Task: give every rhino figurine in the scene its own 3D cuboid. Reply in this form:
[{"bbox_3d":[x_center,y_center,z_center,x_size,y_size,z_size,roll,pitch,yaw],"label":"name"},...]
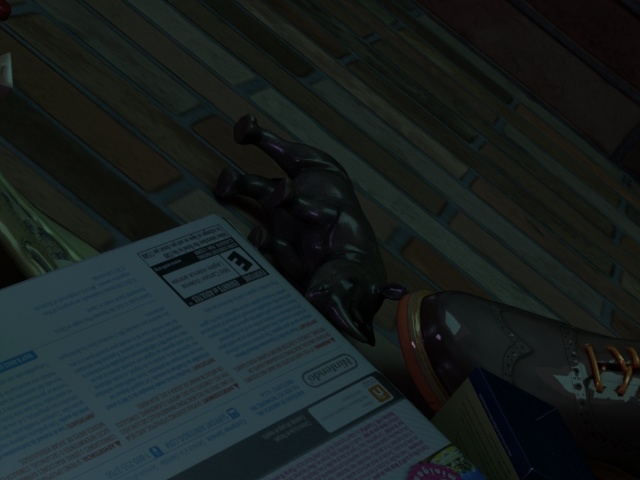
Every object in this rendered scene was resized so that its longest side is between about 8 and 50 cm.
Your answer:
[{"bbox_3d":[0.000,0.000,1.322,0.106,0.073,0.243,25,22,-30],"label":"rhino figurine"}]

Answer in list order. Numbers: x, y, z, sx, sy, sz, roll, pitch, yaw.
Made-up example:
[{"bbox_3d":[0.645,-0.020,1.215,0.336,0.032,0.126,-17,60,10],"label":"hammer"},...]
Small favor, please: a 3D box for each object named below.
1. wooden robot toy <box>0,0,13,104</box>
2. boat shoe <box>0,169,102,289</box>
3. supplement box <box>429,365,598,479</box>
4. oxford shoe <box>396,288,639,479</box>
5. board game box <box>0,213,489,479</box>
[{"bbox_3d":[-0.258,-0.145,1.181,0.079,0.076,0.173,13,28,-33],"label":"wooden robot toy"},{"bbox_3d":[-0.193,-0.002,0.861,0.285,0.104,0.089,35,14,-13],"label":"boat shoe"},{"bbox_3d":[0.082,0.123,0.857,0.056,0.083,0.083,29,20,-28],"label":"supplement box"},{"bbox_3d":[0.204,0.102,1.311,0.363,0.133,0.130,24,48,-39],"label":"oxford shoe"},{"bbox_3d":[-0.024,0.143,0.686,0.303,0.097,0.224,44,36,19],"label":"board game box"}]
